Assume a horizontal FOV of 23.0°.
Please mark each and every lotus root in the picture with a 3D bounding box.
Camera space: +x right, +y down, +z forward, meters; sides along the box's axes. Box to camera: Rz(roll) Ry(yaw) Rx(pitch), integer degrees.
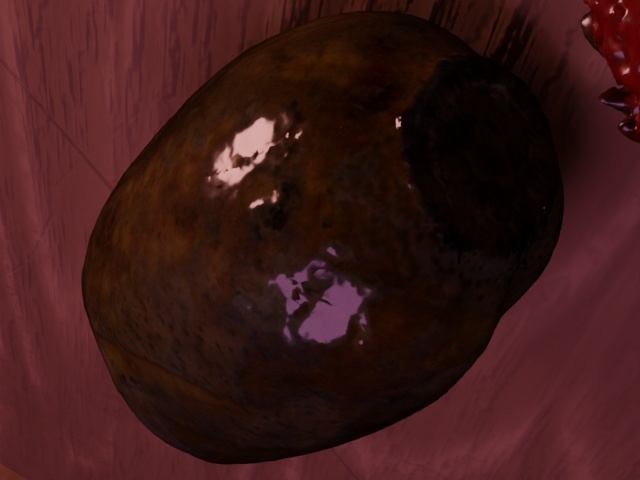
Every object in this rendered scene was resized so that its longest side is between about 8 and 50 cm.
[{"bbox_3d":[0.000,0.000,0.964,0.250,0.250,0.346,40,148,-14],"label":"lotus root"}]

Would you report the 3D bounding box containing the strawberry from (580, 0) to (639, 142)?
[{"bbox_3d":[0.182,-0.070,0.569,0.167,0.087,0.208,35,153,-2],"label":"strawberry"}]
